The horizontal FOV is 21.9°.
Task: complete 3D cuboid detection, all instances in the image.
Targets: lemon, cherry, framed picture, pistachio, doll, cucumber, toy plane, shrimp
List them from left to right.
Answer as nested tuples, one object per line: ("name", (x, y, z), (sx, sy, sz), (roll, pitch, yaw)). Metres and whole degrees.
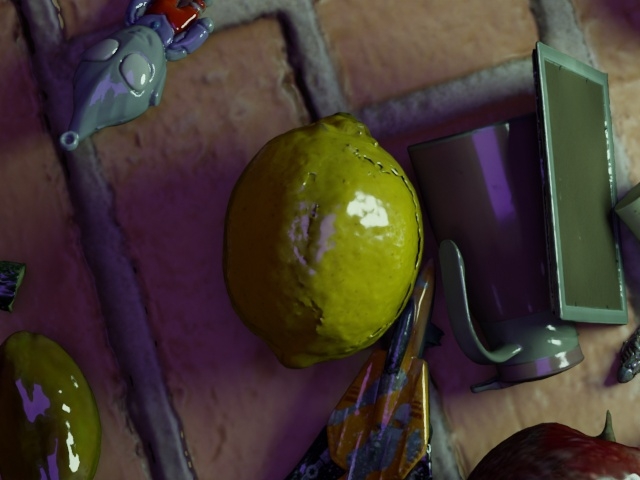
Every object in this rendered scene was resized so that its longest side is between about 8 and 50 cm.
("cucumber", (-0.400, 0.032, 1.702), (0.187, 0.058, 0.058), (12, 84, 1))
("pistachio", (-0.277, 0.184, 1.670), (0.110, 0.100, 0.189), (-10, 74, -24))
("doll", (-0.197, -0.181, 1.722), (0.102, 0.075, 0.227), (34, 73, 20))
("lemon", (0.000, 0.000, 1.638), (0.204, 0.204, 0.260), (11, 86, 1))
("toy plane", (0.071, 0.174, 1.664), (0.204, 0.103, 0.316), (12, 72, 31))
("cherry", (0.225, 0.298, 1.588), (0.203, 0.230, 0.300), (30, 82, -20))
("framed picture", (0.259, -0.051, 1.656), (0.017, 0.217, 0.274), (-7, 81, 27))
("shrimp", (0.337, 0.109, 1.719), (0.092, 0.029, 0.038), (-37, 77, -10))

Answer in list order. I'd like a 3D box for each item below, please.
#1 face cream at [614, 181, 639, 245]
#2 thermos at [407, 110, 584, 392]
("face cream", (0.404, 0.028, 1.716), (0.114, 0.070, 0.224), (-42, 95, -5))
("thermos", (0.181, 0.015, 1.665), (0.176, 0.146, 0.265), (-15, 91, -43))
